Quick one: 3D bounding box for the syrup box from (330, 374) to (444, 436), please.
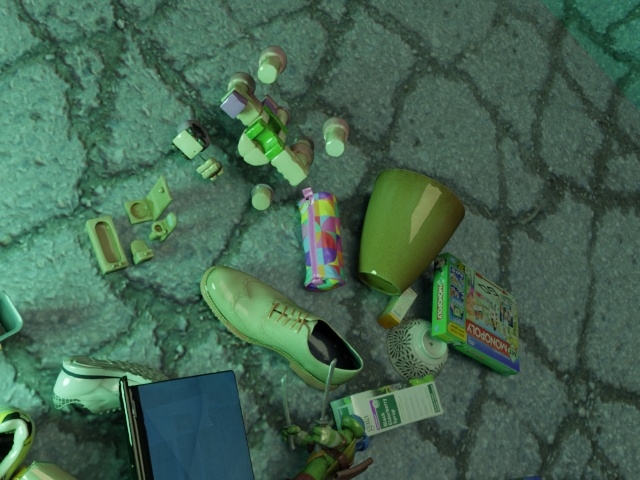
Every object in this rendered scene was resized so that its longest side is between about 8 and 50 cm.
[{"bbox_3d":[0.150,0.377,1.657,0.236,0.096,0.093,-6,73,-33],"label":"syrup box"}]

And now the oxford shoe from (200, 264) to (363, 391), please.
[{"bbox_3d":[-0.073,0.170,1.584,0.397,0.146,0.140,35,57,-12],"label":"oxford shoe"}]

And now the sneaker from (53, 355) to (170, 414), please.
[{"bbox_3d":[-0.387,0.283,1.402,0.235,0.090,0.095,17,91,-32],"label":"sneaker"}]

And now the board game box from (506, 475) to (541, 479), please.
[{"bbox_3d":[0.403,0.717,1.675,0.318,0.066,0.319,2,69,-30],"label":"board game box"}]

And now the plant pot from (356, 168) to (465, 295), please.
[{"bbox_3d":[0.192,-0.004,1.785,0.237,0.237,0.254,33,70,-14],"label":"plant pot"}]

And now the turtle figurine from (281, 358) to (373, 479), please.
[{"bbox_3d":[-0.043,0.407,1.459,0.266,0.197,0.275,-51,125,-33],"label":"turtle figurine"}]

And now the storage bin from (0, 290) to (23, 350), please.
[{"bbox_3d":[-0.607,0.166,1.309,0.135,0.091,0.098,-31,87,-35],"label":"storage bin"}]

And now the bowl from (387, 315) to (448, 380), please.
[{"bbox_3d":[0.252,0.256,1.779,0.170,0.080,0.170,12,65,-26],"label":"bowl"}]

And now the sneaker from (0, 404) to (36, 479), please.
[{"bbox_3d":[-0.614,0.410,1.166,0.145,0.147,0.385,42,56,-10],"label":"sneaker"}]

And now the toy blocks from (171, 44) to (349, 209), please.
[{"bbox_3d":[-0.128,-0.269,1.733,0.288,0.309,0.260,46,21,-20],"label":"toy blocks"}]

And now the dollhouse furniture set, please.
[{"bbox_3d":[-0.381,-0.032,1.506,0.151,0.123,0.144,-16,78,-34],"label":"dollhouse furniture set"}]

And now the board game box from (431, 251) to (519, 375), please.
[{"bbox_3d":[0.394,0.190,1.853,0.317,0.046,0.214,30,53,-36],"label":"board game box"}]

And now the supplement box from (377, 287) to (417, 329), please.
[{"bbox_3d":[0.186,0.163,1.791,0.036,0.062,0.098,42,54,-6],"label":"supplement box"}]

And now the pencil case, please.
[{"bbox_3d":[0.000,0.000,1.732,0.104,0.104,0.236,4,67,-29],"label":"pencil case"}]

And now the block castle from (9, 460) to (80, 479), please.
[{"bbox_3d":[-0.481,0.562,1.079,0.213,0.303,0.453,40,58,-10],"label":"block castle"}]

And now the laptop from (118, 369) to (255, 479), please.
[{"bbox_3d":[-0.202,0.416,1.275,0.236,0.408,0.382,-10,78,-17],"label":"laptop"}]
